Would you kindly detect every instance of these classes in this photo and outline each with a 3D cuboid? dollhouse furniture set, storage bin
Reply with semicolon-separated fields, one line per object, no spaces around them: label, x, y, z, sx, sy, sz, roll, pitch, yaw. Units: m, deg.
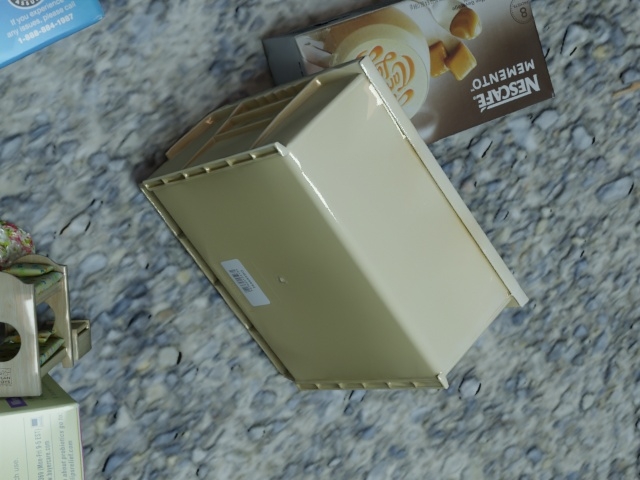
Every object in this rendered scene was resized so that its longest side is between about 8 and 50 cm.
dollhouse furniture set;-0.299;0.065;1.127;0.161;0.182;0.101;-2;97;3
storage bin;0.000;0.000;1.180;0.123;0.260;0.262;-47;111;-30

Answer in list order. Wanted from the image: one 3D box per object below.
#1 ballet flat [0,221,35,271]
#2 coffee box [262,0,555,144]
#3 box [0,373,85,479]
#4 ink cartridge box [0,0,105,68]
ballet flat;-0.361;0.030;1.129;0.241;0.077;0.091;-8;99;-22
coffee box;0.087;-0.167;1.278;0.246;0.098;0.141;-20;103;-19
box;-0.334;0.184;1.080;0.243;0.213;0.117;-5;97;-22
ink cartridge box;-0.352;-0.273;1.072;0.223;0.129;0.307;-29;105;-17
